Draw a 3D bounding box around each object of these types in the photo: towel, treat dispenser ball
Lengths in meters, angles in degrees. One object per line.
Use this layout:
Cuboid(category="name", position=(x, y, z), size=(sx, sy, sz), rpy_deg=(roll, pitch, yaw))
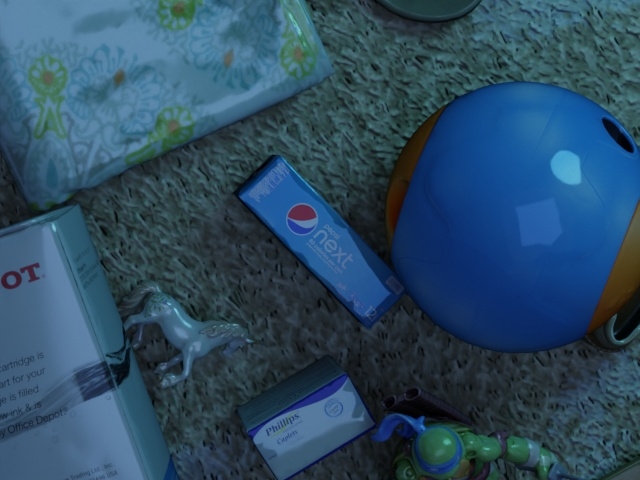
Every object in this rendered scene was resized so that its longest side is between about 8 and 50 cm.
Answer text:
Cuboid(category="towel", position=(-0.208, -0.247, 1.561), size=(0.374, 0.090, 0.320), rpy_deg=(-25, 97, -5))
Cuboid(category="treat dispenser ball", position=(0.210, -0.025, 1.538), size=(0.288, 0.288, 0.288), rpy_deg=(-1, 95, -8))

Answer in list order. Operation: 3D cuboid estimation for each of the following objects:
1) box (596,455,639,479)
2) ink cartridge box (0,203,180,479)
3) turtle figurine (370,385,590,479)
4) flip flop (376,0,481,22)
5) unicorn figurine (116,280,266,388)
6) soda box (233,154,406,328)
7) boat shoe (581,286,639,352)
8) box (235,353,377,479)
Cuboid(category="box", position=(0.379, 0.346, 1.705), size=(0.201, 0.021, 0.164), rpy_deg=(-30, 93, 5))
Cuboid(category="ink cartridge box", position=(-0.331, 0.190, 1.524), size=(0.285, 0.166, 0.395), rpy_deg=(-18, 98, 3))
Cuboid(category="turtle figurine", position=(0.159, 0.292, 1.554), size=(0.275, 0.266, 0.198), rpy_deg=(27, 81, 6))
Cuboid(category="flip flop", position=(0.065, -0.342, 1.596), size=(0.277, 0.080, 0.112), rpy_deg=(41, 88, -9))
Cuboid(category="unicorn figurine", position=(-0.154, 0.108, 1.613), size=(0.162, 0.060, 0.111), rpy_deg=(43, 92, -12))
Cuboid(category="soda box", position=(0.000, 0.000, 1.619), size=(0.067, 0.071, 0.210), rpy_deg=(-44, 99, -3))
Cuboid(category="boat shoe", position=(0.394, -0.007, 1.659), size=(0.113, 0.103, 0.302), rpy_deg=(26, 91, -10))
Cuboid(category="box", position=(-0.017, 0.195, 1.600), size=(0.126, 0.137, 0.072), rpy_deg=(-31, 97, -4))
